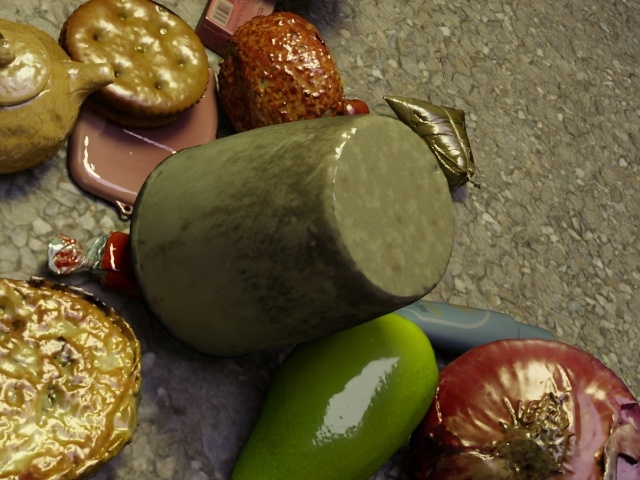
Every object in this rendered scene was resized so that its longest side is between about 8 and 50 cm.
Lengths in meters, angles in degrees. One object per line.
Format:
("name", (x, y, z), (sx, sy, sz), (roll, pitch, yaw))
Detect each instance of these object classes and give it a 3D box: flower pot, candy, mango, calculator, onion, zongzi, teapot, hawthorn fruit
("flower pot", (-0.029, -0.014, 1.098), (0.293, 0.330, 0.293), (13, 71, -41))
("candy", (-0.223, 0.045, 1.198), (0.292, 0.059, 0.086), (19, 50, -26))
("mango", (0.015, 0.227, 1.175), (0.192, 0.156, 0.343), (44, 60, 8))
("calculator", (-0.254, -0.173, 1.328), (0.220, 0.048, 0.330), (22, 54, -24))
("onion", (0.298, 0.318, 1.269), (0.347, 0.285, 0.348), (-4, 68, 9))
("zongzi", (0.197, -0.173, 1.620), (0.178, 0.081, 0.189), (13, 53, -29))
("teapot", (-0.419, -0.200, 1.130), (0.311, 0.167, 0.203), (-5, 68, -24))
("hawthorn fruit", (0.047, -0.197, 1.543), (0.081, 0.081, 0.093), (-5, 94, -37))

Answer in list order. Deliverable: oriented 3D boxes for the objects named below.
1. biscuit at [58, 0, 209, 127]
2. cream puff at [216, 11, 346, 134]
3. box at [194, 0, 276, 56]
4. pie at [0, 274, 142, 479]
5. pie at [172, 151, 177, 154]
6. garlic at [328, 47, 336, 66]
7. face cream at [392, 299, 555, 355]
("biscuit", (-0.270, -0.266, 1.296), (0.220, 0.066, 0.220), (15, 59, -26))
("cream puff", (-0.070, -0.235, 1.385), (0.164, 0.240, 0.240), (-16, 70, -18))
("box", (-0.145, -0.383, 1.534), (0.111, 0.060, 0.156), (29, 51, -17))
("pie", (-0.355, 0.162, 1.013), (0.315, 0.092, 0.315), (19, 48, -22))
("pie", (-0.151, -0.048, 1.269), (0.193, 0.079, 0.163), (40, 58, -31))
("garlic", (-0.009, -0.313, 1.579), (0.084, 0.066, 0.152), (31, 50, -12))
("face cream", (0.214, 0.141, 1.420), (0.385, 0.086, 0.135), (15, 9, -28))
